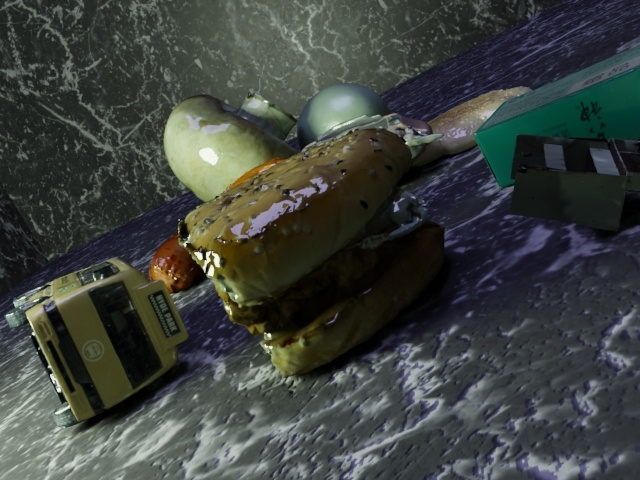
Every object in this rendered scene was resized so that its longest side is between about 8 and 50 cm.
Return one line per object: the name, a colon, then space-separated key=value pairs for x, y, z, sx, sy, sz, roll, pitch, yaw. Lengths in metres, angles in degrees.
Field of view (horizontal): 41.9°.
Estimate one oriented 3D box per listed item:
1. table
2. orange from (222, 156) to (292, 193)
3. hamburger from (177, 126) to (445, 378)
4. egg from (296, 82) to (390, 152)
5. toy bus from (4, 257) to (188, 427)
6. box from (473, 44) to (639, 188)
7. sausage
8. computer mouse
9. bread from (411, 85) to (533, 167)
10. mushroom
table: x=0.286 y=-0.062 z=0.855 sx=0.175 sy=0.063 sz=0.146 roll=8 pitch=21 yaw=11
orange: x=-0.052 y=-0.024 z=1.235 sx=0.234 sy=0.182 sz=0.234 roll=-14 pitch=17 yaw=4
hamburger: x=0.000 y=0.000 z=0.954 sx=0.276 sy=0.195 sz=0.318 roll=-31 pitch=14 yaw=-6
egg: x=0.052 y=-0.245 z=1.855 sx=0.202 sy=0.203 sz=0.282 roll=-32 pitch=5 yaw=-19
toy bus: x=-0.320 y=0.124 z=1.198 sx=0.201 sy=0.177 sz=0.365 roll=-25 pitch=9 yaw=-15
box: x=0.351 y=-0.171 z=1.130 sx=0.244 sy=0.092 sz=0.153 roll=-20 pitch=15 yaw=37
sausage: x=-0.260 y=0.018 z=1.706 sx=0.102 sy=0.102 sz=0.330 roll=-24 pitch=13 yaw=21
computer mouse: x=0.091 y=-0.146 z=1.568 sx=0.389 sy=0.115 sz=0.200 roll=-8 pitch=39 yaw=43
bread: x=0.273 y=-0.227 z=1.648 sx=0.316 sy=0.054 sz=0.316 roll=-25 pitch=12 yaw=6
mushroom: x=-0.176 y=-0.188 z=1.808 sx=0.260 sy=0.352 sz=0.352 roll=-58 pitch=11 yaw=4
